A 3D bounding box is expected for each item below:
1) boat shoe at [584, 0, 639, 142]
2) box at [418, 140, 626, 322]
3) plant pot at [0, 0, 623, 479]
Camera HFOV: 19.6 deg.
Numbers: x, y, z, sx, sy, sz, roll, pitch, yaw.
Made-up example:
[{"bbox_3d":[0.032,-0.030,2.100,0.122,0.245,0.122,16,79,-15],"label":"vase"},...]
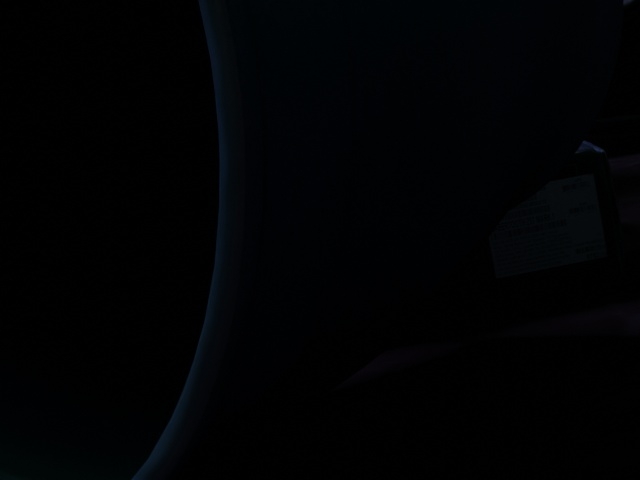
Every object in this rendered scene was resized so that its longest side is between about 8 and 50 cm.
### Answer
[{"bbox_3d":[0.265,-0.133,1.217,0.355,0.132,0.130,-23,21,-16],"label":"boat shoe"},{"bbox_3d":[0.000,0.000,0.809,0.232,0.059,0.183,-11,7,-1],"label":"box"},{"bbox_3d":[-0.042,-0.066,0.584,0.271,0.272,0.255,-4,9,41],"label":"plant pot"}]
